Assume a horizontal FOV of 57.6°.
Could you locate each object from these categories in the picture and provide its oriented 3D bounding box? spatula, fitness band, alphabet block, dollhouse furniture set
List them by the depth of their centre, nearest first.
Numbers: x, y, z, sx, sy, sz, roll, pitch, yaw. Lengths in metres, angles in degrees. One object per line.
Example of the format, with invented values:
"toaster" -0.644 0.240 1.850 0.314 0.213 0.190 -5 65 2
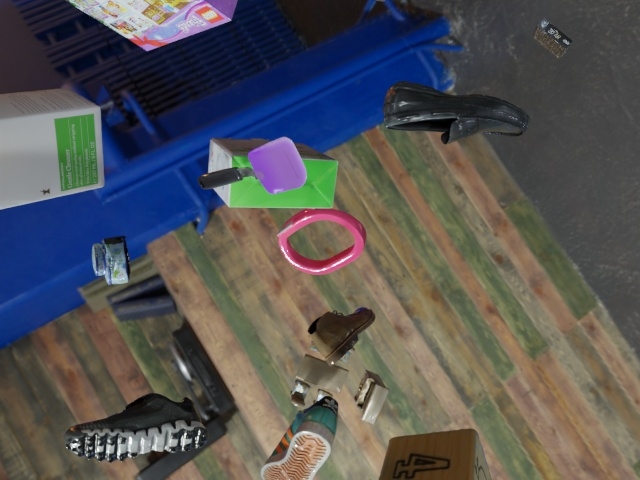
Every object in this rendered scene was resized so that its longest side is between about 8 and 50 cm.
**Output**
"spatula" -0.130 -0.112 0.985 0.296 0.030 0.084 -2 122 51
"alphabet block" 0.231 0.509 1.136 0.192 0.193 0.197 69 -159 -12
"dollhouse furniture set" 0.055 0.410 1.680 0.242 0.212 0.161 23 -178 -7
"fitness band" 0.000 0.000 1.694 0.209 0.054 0.291 40 135 -22

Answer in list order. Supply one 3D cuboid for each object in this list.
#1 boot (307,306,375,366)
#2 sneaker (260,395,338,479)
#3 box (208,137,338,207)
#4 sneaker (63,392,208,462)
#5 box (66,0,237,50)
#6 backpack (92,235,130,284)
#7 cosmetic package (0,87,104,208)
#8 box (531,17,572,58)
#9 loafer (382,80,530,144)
"boot" 0.062 0.224 1.578 0.115 0.112 0.305 47 -157 6
"sneaker" -0.035 0.451 1.278 0.108 0.121 0.302 33 131 0
"box" -0.124 -0.171 1.431 0.231 0.262 0.126 -141 54 -60
"sneaker" -0.319 0.319 1.014 0.106 0.234 0.078 -117 36 -49
"box" -0.310 -0.433 1.021 0.293 0.057 0.201 4 164 45
"backpack" -0.508 0.051 1.414 0.105 0.084 0.114 178 82 -68
"cosmetic package" -0.649 -0.182 1.181 0.155 0.366 0.197 31 128 33
"box" 0.417 -0.363 1.051 0.067 0.018 0.083 43 -167 8
"loafer" 0.204 -0.182 0.886 0.076 0.223 0.078 107 172 -79
